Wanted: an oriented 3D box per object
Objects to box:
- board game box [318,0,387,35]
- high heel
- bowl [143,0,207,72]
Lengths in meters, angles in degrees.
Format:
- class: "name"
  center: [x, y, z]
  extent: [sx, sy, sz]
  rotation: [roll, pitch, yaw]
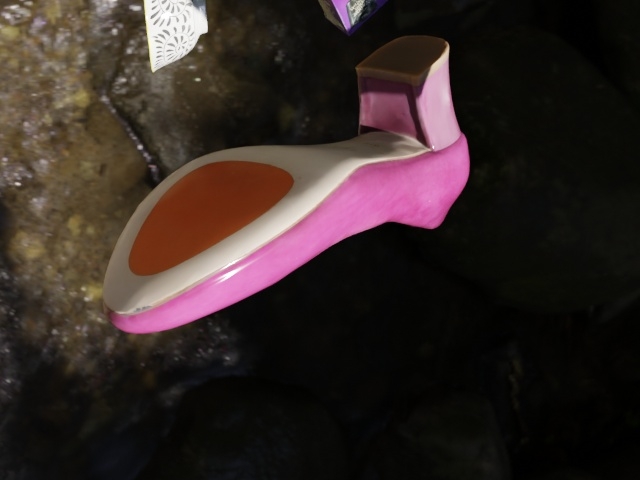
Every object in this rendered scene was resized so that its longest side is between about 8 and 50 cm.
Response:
- class: "board game box"
  center: [0.114, -0.388, 1.025]
  extent: [0.347, 0.056, 0.208]
  rotation: [-44, 157, -2]
- class: "high heel"
  center: [0.000, 0.000, 0.759]
  extent: [0.377, 0.127, 0.181]
  rotation: [-37, 134, -35]
- class: "bowl"
  center: [-0.193, -0.312, 1.345]
  extent: [0.080, 0.170, 0.170]
  rotation: [-6, 103, -6]
